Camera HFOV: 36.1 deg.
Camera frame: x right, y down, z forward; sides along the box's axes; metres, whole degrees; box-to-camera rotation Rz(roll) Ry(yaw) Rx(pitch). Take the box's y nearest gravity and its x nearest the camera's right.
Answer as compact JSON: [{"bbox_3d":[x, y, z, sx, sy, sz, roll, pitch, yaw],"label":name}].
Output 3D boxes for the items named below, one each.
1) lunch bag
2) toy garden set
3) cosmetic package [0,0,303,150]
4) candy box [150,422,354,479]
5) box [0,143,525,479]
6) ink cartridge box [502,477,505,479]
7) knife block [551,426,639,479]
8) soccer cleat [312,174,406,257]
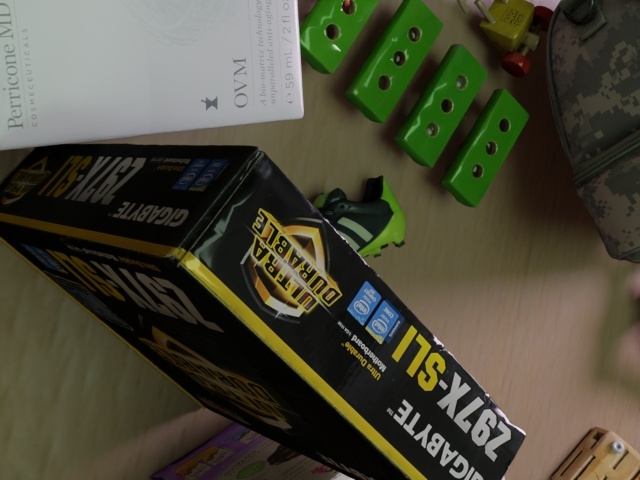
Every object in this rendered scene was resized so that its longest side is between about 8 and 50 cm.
[{"bbox_3d":[0.366,-0.130,0.957,0.305,0.212,0.256,-4,66,-47],"label":"lunch bag"},{"bbox_3d":[0.102,-0.182,0.893,0.244,0.049,0.204,39,76,-31],"label":"toy garden set"},{"bbox_3d":[-0.143,-0.185,0.661,0.224,0.138,0.224,-10,104,-30],"label":"cosmetic package"},{"bbox_3d":[-0.016,0.186,0.761,0.164,0.196,0.070,-28,103,-28],"label":"candy box"},{"bbox_3d":[-0.062,0.048,0.640,0.257,0.322,0.079,48,68,-29],"label":"box"},{"bbox_3d":[0.089,0.299,0.908,0.171,0.100,0.237,-18,105,-31],"label":"ink cartridge box"},{"bbox_3d":[0.370,0.371,1.134,0.275,0.242,0.088,41,64,17],"label":"knife block"},{"bbox_3d":[0.000,0.000,0.842,0.178,0.060,0.072,-28,101,-35],"label":"soccer cleat"}]
